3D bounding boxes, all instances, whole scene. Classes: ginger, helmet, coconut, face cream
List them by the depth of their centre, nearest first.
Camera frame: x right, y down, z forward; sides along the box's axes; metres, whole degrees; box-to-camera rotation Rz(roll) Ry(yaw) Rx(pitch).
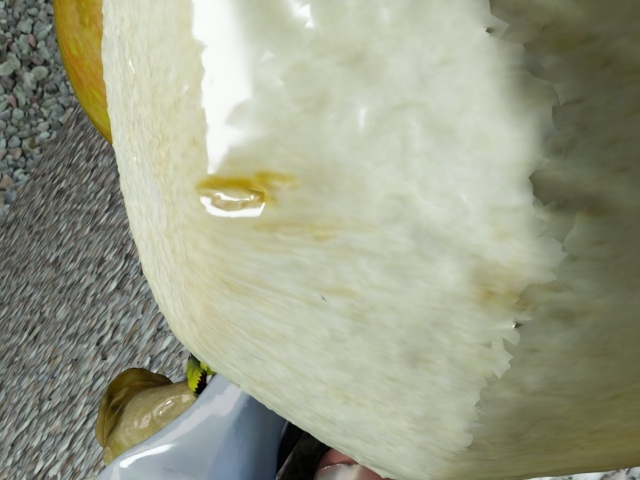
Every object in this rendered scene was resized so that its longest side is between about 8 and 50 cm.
[{"bbox_3d":[0.119,-0.087,0.763,0.415,0.415,0.345,-44,51,32],"label":"coconut"},{"bbox_3d":[0.018,0.145,1.133,0.065,0.049,0.084,-58,17,-7],"label":"helmet"},{"bbox_3d":[-0.023,0.078,1.225,0.420,0.137,0.235,-61,-10,-26],"label":"face cream"},{"bbox_3d":[-0.132,0.144,1.510,0.095,0.069,0.190,-61,18,-5],"label":"ginger"}]

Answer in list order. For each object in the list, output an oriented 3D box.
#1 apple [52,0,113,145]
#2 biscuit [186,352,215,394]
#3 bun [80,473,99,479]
[{"bbox_3d":[-0.048,-0.203,1.515,0.339,0.339,0.339,-48,18,21],"label":"apple"},{"bbox_3d":[0.000,0.000,1.343,0.292,0.026,0.048,-46,-19,-31],"label":"biscuit"},{"bbox_3d":[-0.165,0.245,1.310,0.193,0.128,0.178,-41,23,46],"label":"bun"}]
